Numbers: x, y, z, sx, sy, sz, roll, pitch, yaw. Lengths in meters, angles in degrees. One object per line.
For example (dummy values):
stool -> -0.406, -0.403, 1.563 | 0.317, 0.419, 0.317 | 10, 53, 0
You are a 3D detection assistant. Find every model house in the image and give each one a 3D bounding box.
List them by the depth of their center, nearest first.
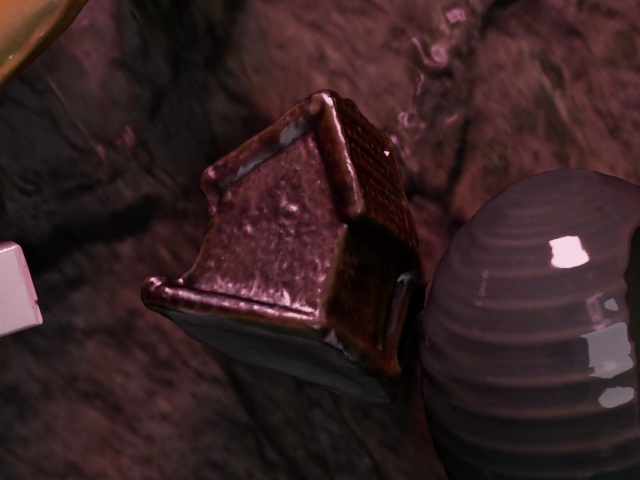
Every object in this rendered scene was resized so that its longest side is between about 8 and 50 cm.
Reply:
model house -> 0.003, 0.003, 0.814 | 0.165, 0.106, 0.152 | 38, 67, -54

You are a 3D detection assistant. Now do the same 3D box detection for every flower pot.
flower pot -> 0.150, 0.078, 0.817 | 0.189, 0.157, 0.243 | -29, 118, -40

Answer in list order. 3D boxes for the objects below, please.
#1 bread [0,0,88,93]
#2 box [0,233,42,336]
bread -> -0.220, -0.182, 0.690 | 0.136, 0.107, 0.241 | -44, 105, 9
box -> -0.215, 0.036, 0.734 | 0.125, 0.089, 0.043 | -18, 100, -18
